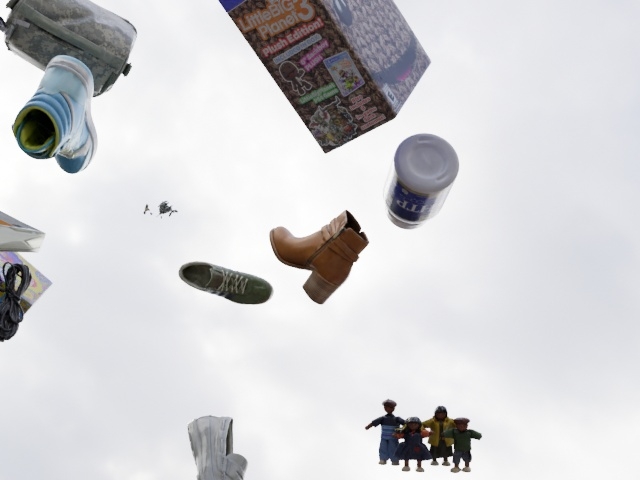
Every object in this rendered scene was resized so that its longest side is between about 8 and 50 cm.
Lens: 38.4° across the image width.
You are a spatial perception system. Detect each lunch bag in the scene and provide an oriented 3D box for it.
[{"bbox_3d":[-0.599,-0.487,2.195,0.305,0.213,0.256,28,2,-20],"label":"lunch bag"}]

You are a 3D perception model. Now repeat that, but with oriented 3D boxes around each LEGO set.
[{"bbox_3d":[-0.383,-0.077,2.198,0.083,0.054,0.023,-9,-40,-5],"label":"LEGO set"}]

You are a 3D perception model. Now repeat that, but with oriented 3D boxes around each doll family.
[{"bbox_3d":[0.172,0.327,1.552,0.193,0.076,0.111,-1,-84,0],"label":"doll family"}]

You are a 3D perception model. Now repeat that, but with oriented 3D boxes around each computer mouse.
[{"bbox_3d":[-0.761,0.096,1.956,0.072,0.188,0.272,-26,-42,38],"label":"computer mouse"}]

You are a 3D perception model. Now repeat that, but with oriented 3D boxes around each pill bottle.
[{"bbox_3d":[0.167,-0.094,1.590,0.112,0.112,0.187,35,-22,10],"label":"pill bottle"}]

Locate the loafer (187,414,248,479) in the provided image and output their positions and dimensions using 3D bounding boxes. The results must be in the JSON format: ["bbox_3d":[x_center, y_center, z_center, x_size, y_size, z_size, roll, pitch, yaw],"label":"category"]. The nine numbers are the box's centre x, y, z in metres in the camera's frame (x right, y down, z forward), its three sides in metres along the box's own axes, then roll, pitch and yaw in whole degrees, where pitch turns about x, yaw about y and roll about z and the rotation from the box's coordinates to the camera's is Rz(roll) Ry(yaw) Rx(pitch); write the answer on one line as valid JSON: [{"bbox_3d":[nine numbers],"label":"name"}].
[{"bbox_3d":[-0.205,0.488,1.938,0.319,0.111,0.112,-113,-168,-49],"label":"loafer"}]

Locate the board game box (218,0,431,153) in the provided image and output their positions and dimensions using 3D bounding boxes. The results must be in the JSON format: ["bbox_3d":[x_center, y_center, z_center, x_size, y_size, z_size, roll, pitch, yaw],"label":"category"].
[{"bbox_3d":[0.016,-0.326,1.434,0.141,0.232,0.291,-25,-69,33],"label":"board game box"}]

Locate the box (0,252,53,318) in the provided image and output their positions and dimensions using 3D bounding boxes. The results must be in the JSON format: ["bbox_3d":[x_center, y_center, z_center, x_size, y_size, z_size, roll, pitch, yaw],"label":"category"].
[{"bbox_3d":[-0.845,0.125,2.154,0.290,0.279,0.177,43,11,-9],"label":"box"}]

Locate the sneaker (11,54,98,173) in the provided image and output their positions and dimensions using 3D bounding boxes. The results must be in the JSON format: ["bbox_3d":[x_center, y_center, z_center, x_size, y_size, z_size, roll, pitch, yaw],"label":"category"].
[{"bbox_3d":[-0.566,-0.213,1.937,0.127,0.208,0.319,17,-39,5],"label":"sneaker"}]

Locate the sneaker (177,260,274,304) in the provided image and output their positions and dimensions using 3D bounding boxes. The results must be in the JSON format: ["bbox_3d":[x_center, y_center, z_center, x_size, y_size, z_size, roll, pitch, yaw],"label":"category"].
[{"bbox_3d":[-0.192,0.083,1.797,0.192,0.064,0.086,15,-3,12],"label":"sneaker"}]

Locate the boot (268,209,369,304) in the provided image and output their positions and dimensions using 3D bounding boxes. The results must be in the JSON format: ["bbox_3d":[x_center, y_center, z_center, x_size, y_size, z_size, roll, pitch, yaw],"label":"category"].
[{"bbox_3d":[0.000,0.000,1.656,0.152,0.073,0.197,-53,-124,20],"label":"boot"}]

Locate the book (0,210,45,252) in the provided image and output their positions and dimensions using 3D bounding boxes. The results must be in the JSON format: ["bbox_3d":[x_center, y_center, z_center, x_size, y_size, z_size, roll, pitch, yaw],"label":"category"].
[{"bbox_3d":[-0.365,-0.021,0.940,0.096,0.035,0.144,25,7,21],"label":"book"}]
